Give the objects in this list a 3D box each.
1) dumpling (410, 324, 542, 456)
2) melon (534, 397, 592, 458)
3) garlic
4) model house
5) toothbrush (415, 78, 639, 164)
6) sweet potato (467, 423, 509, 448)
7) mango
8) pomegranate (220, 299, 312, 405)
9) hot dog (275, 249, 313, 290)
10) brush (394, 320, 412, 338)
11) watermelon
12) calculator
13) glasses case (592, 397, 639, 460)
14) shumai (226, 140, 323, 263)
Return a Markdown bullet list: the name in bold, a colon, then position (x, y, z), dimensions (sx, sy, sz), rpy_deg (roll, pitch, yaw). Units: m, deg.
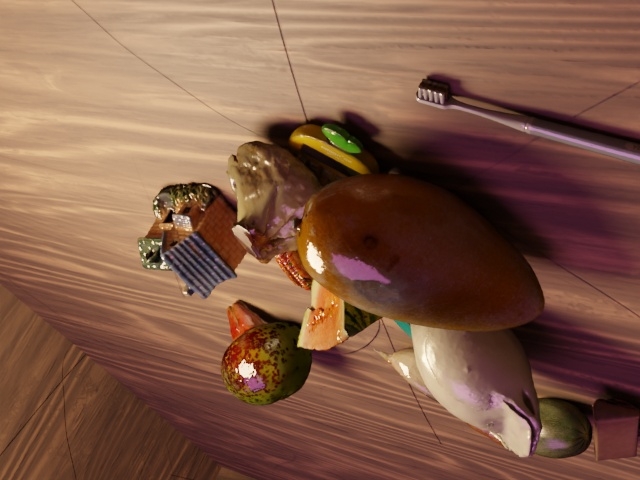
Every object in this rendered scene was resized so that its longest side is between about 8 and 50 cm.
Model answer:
- **dumpling**: position (0.250, 0.213, 1.733), dimensions (0.341, 0.181, 0.260), rpy_deg (33, 166, 5)
- **melon**: position (0.443, 0.362, 1.913), dimensions (0.167, 0.114, 0.114), rpy_deg (4, 147, 44)
- **garlic**: position (0.206, 0.268, 2.014), dimensions (0.198, 0.090, 0.128), rpy_deg (25, 169, -6)
- **model house**: position (-0.252, 0.008, 1.852), dimensions (0.183, 0.172, 0.166), rpy_deg (5, 149, 42)
- **toothbrush**: position (0.274, -0.135, 1.186), dimensions (0.342, 0.025, 0.030), rpy_deg (20, 153, 18)
- **sweet potato**: position (0.381, 0.408, 2.155), dimensions (0.202, 0.058, 0.055), rpy_deg (30, -161, 4)
- **mango**: position (0.144, 0.023, 1.425), dimensions (0.384, 0.198, 0.221), rpy_deg (19, 139, -8)
- **pomegranate**: position (-0.137, 0.244, 2.220), dimensions (0.247, 0.214, 0.214), rpy_deg (60, 158, 9)
- **hot dog**: position (-0.045, 0.047, 1.777), dimensions (0.062, 0.038, 0.144), rpy_deg (15, 157, 33)
- **brush**: position (0.185, 0.172, 1.911), dimensions (0.193, 0.032, 0.043), rpy_deg (46, 157, -12)
- **watermelon**: position (0.036, 0.090, 1.658), dimensions (0.128, 0.159, 0.303), rpy_deg (59, 162, -2)
- **calculator**: position (0.017, -0.115, 1.488), dimensions (0.146, 0.032, 0.235), rpy_deg (28, 158, -1)
- **glasses case**: position (0.551, 0.334, 1.822), dimensions (0.103, 0.070, 0.193), rpy_deg (-9, 144, 10)
- **shumai**: position (-0.084, -0.048, 1.519), dimensions (0.201, 0.120, 0.201), rpy_deg (28, 146, 21)
